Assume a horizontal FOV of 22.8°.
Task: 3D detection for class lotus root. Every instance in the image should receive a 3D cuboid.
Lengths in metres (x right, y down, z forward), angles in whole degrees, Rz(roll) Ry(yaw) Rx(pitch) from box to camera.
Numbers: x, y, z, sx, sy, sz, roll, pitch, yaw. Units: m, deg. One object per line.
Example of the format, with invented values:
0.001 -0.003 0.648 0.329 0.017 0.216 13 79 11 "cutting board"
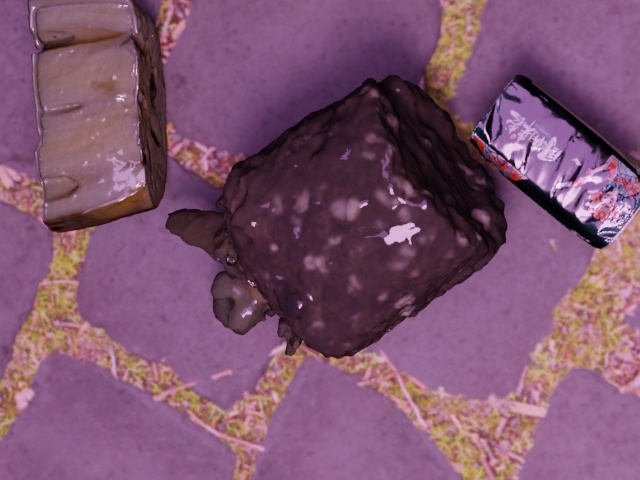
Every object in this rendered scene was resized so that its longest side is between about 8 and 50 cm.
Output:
-0.219 -0.129 1.578 0.119 0.138 0.234 -4 94 8 "lotus root"

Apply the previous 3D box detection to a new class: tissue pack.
0.228 -0.072 1.499 0.170 0.103 0.090 38 95 6 "tissue pack"

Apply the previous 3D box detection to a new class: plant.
0.000 0.000 1.502 0.312 0.213 0.215 -30 90 23 "plant"
